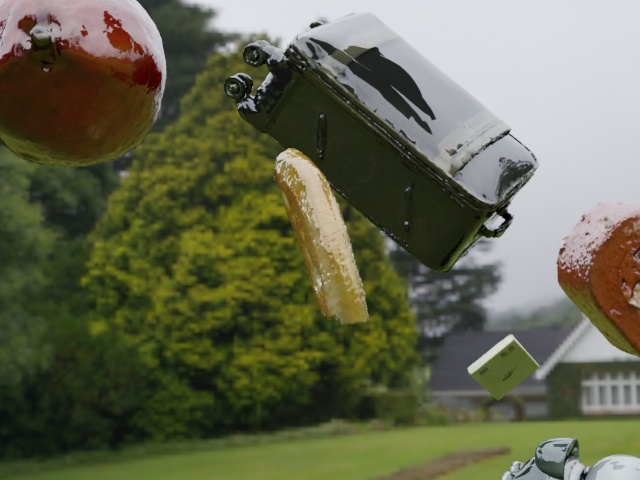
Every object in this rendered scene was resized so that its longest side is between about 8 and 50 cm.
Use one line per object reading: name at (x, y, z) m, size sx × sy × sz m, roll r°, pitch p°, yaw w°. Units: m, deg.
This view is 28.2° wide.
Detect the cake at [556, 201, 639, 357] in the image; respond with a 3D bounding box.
cake at (0.494, 0.073, 1.993) m, size 0.177 × 0.283 × 0.151 m, roll -40°, pitch 16°, yaw -6°

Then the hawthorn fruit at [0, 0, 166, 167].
hawthorn fruit at (-0.329, -0.224, 1.651) m, size 0.265 × 0.265 × 0.307 m, roll 1°, pitch -3°, yaw -6°

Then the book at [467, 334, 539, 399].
book at (0.252, 0.175, 1.754) m, size 0.077 × 0.014 × 0.111 m, roll -39°, pitch -38°, yaw 6°

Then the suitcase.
suitcase at (0.104, -0.158, 1.841) m, size 0.194 × 0.434 × 0.283 m, roll -53°, pitch -10°, yaw 31°

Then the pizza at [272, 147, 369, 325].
pizza at (0.001, -0.001, 1.525) m, size 0.056 × 0.271 × 0.134 m, roll -15°, pitch -46°, yaw -10°

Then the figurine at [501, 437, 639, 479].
figurine at (0.282, 0.265, 1.289) m, size 0.192 × 0.126 × 0.147 m, roll 2°, pitch 7°, yaw 27°
